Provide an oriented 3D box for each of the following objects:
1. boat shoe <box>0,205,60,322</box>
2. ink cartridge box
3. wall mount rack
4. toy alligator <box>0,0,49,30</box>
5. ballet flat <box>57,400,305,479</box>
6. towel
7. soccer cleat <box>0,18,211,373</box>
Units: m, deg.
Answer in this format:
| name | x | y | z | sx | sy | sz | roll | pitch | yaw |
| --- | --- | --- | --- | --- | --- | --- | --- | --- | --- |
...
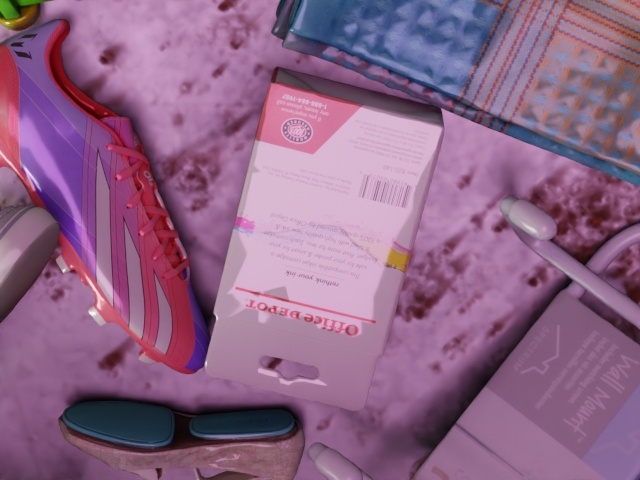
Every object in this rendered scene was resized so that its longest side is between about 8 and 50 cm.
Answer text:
| name | x | y | z | sx | sy | sz | roll | pitch | yaw |
| --- | --- | --- | --- | --- | --- | --- | --- | --- | --- |
| boat shoe | -0.243 | 0.035 | 1.106 | 0.081 | 0.079 | 0.227 | 45 | 133 | -1 |
| ink cartridge box | 0.000 | 0.000 | 1.131 | 0.115 | 0.067 | 0.198 | 15 | 104 | -3 |
| wall mount rack | 0.172 | 0.145 | 1.063 | 0.304 | 0.130 | 0.350 | 37 | 87 | 22 |
| toy alligator | -0.193 | -0.168 | 1.098 | 0.189 | 0.056 | 0.051 | -15 | 65 | 6 |
| ballet flat | -0.095 | 0.143 | 1.182 | 0.168 | 0.057 | 0.052 | 3 | 116 | 1 |
| towel | 0.187 | -0.175 | 1.077 | 0.370 | 0.040 | 0.271 | 22 | 112 | -5 |
| soccer cleat | -0.135 | -0.024 | 1.123 | 0.095 | 0.083 | 0.248 | -35 | 100 | 6 |
